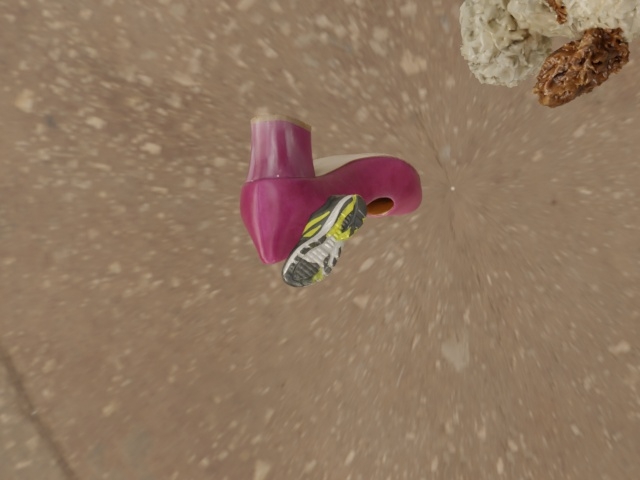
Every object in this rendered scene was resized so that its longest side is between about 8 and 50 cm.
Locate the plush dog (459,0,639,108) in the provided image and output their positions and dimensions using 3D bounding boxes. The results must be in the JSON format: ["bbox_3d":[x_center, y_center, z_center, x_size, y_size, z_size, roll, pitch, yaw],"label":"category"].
[{"bbox_3d":[0.214,-0.229,1.175,0.211,0.225,0.262,-2,114,2],"label":"plush dog"}]

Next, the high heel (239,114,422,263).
[{"bbox_3d":[0.016,-0.019,1.247,0.082,0.244,0.117,-6,76,26],"label":"high heel"}]

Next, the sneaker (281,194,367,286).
[{"bbox_3d":[0.000,0.000,1.107,0.083,0.035,0.031,-48,117,-12],"label":"sneaker"}]
